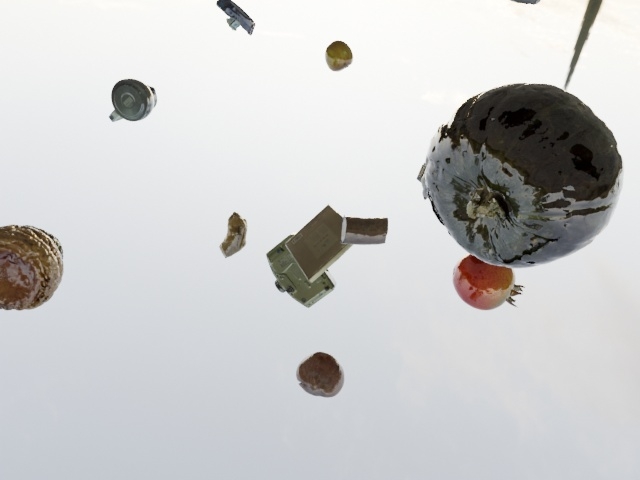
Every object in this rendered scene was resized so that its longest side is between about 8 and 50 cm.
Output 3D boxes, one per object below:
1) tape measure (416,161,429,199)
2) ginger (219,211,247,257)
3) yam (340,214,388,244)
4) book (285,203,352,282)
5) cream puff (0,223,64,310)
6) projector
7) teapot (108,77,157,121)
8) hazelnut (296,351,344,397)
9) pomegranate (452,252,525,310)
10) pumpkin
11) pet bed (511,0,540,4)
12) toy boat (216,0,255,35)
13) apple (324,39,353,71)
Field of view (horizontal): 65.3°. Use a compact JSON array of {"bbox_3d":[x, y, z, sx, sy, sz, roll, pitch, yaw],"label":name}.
[{"bbox_3d":[0.433,-0.198,1.712,0.271,0.231,0.133,16,-103,43],"label":"tape measure"},{"bbox_3d":[-0.326,-0.014,1.890,0.095,0.190,0.069,16,-161,1],"label":"ginger"},{"bbox_3d":[0.120,-0.027,1.358,0.127,0.084,0.084,2,-142,-4],"label":"yam"},{"bbox_3d":[0.000,0.000,1.652,0.217,0.021,0.310,-42,-153,1],"label":"book"},{"bbox_3d":[-0.603,0.032,1.009,0.183,0.183,0.169,0,-154,-6],"label":"cream puff"},{"bbox_3d":[-0.088,0.125,1.922,0.269,0.193,0.088,52,-164,-1],"label":"projector"},{"bbox_3d":[-0.304,-0.224,0.814,0.088,0.066,0.057,-31,-170,24],"label":"teapot"},{"bbox_3d":[0.000,0.425,1.570,0.154,0.143,0.143,33,-136,7],"label":"hazelnut"},{"bbox_3d":[0.597,0.144,1.771,0.256,0.221,0.221,26,-139,4],"label":"pomegranate"},{"bbox_3d":[0.237,-0.076,0.620,0.238,0.238,0.159,33,-136,32],"label":"pumpkin"},{"bbox_3d":[0.111,-0.294,0.393,0.210,0.159,0.183,17,-111,-4],"label":"pet bed"},{"bbox_3d":[-0.134,-0.352,0.796,0.038,0.038,0.083,36,-172,34],"label":"toy boat"},{"bbox_3d":[0.069,-0.672,1.816,0.099,0.102,0.114,-19,-165,32],"label":"apple"}]
